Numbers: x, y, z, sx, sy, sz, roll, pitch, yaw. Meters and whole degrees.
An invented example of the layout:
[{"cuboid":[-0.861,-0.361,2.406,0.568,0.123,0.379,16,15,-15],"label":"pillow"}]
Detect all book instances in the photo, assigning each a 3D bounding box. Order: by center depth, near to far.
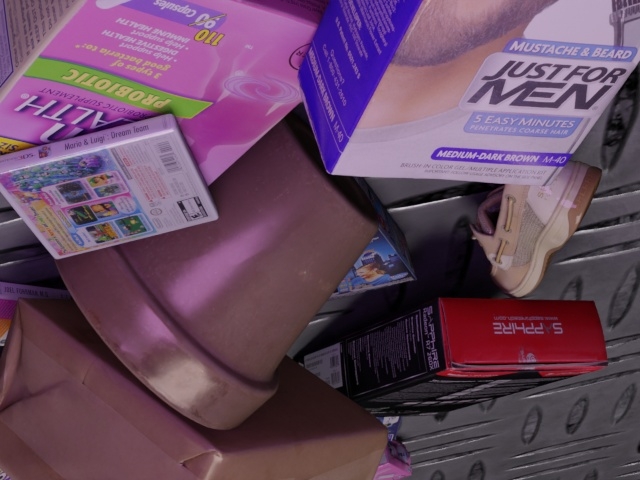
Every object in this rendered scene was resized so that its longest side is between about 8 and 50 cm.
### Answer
[{"cuboid":[-0.355,0.078,1.371,0.144,0.035,0.096,11,141,-41],"label":"book"}]

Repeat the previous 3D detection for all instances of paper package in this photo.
[{"cuboid":[-0.144,0.199,1.329,0.325,0.309,0.168,4,115,-58],"label":"paper package"}]

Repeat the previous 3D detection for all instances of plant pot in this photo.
[{"cuboid":[-0.078,0.003,1.160,0.229,0.263,0.263,-40,147,11],"label":"plant pot"}]

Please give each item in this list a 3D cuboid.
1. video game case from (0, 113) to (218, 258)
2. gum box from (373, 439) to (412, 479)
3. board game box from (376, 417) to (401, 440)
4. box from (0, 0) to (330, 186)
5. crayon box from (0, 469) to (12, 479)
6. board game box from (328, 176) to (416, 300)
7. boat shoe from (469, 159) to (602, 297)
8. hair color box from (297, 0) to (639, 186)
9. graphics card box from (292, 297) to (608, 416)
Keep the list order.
[{"cuboid":[-0.164,-0.039,0.992,0.143,0.019,0.157,-14,155,2],"label":"video game case"},{"cuboid":[0.051,0.377,2.103,0.188,0.062,0.107,-22,152,16],"label":"gum box"},{"cuboid":[0.056,0.268,1.928,0.136,0.035,0.201,-9,153,-9],"label":"board game box"},{"cuboid":[-0.130,-0.149,0.946,0.214,0.117,0.243,11,145,-40],"label":"box"},{"cuboid":[-0.376,0.237,1.477,0.278,0.081,0.165,-38,160,-21],"label":"crayon box"},{"cuboid":[0.000,0.000,1.359,0.194,0.060,0.194,-13,152,-1],"label":"board game box"},{"cuboid":[0.219,-0.022,1.394,0.098,0.109,0.302,24,163,4],"label":"boat shoe"},{"cuboid":[0.132,-0.182,0.806,0.185,0.110,0.339,1,140,-24],"label":"hair color box"},{"cuboid":[0.150,0.155,1.603,0.233,0.094,0.371,2,163,-28],"label":"graphics card box"}]
